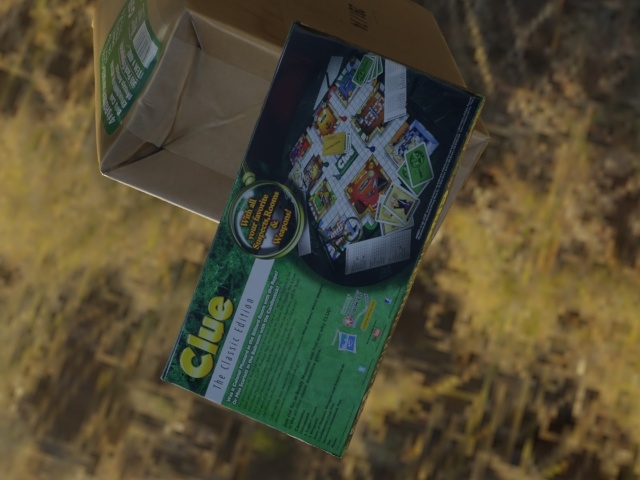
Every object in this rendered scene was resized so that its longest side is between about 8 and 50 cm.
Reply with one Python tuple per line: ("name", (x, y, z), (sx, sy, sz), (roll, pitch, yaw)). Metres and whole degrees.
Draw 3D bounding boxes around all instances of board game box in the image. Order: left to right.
("board game box", (0.000, 0.000, 1.259), (0.136, 0.259, 0.030), (23, -167, 7))

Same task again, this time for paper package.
("paper package", (-0.037, -0.138, 1.696), (0.309, 0.325, 0.168), (22, 113, -18))
